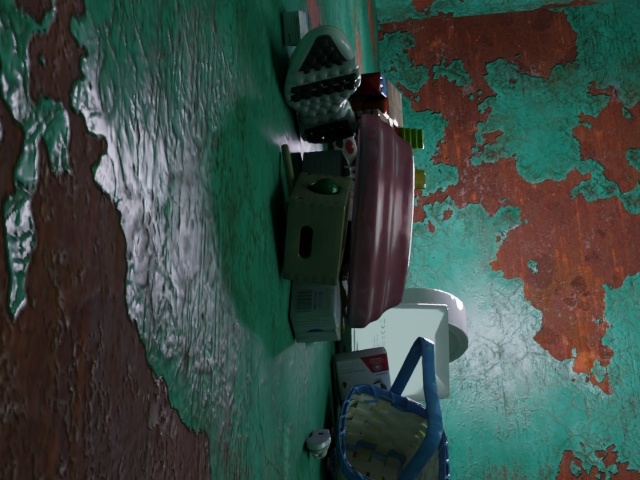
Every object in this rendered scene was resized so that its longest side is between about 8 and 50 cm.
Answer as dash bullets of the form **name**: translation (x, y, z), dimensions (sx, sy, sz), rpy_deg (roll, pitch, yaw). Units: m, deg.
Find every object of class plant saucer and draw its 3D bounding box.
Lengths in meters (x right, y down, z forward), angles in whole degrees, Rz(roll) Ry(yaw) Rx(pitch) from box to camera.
- **plant saucer**: translation (0.091, -0.028, 1.281), dimensions (0.332, 0.084, 0.332), rpy_deg (4, 90, -88)

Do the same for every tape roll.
- **tape roll**: translation (0.263, 0.247, 2.275), dimensions (0.286, 0.286, 0.100), rpy_deg (77, 13, -52)

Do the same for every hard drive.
- **hard drive**: translation (0.156, 0.230, 1.690), dimensions (0.307, 0.040, 0.203), rpy_deg (6, 81, -45)

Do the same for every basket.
- **basket**: translation (0.125, 0.335, 1.376), dimensions (0.255, 0.201, 0.289), rpy_deg (-81, -163, -62)

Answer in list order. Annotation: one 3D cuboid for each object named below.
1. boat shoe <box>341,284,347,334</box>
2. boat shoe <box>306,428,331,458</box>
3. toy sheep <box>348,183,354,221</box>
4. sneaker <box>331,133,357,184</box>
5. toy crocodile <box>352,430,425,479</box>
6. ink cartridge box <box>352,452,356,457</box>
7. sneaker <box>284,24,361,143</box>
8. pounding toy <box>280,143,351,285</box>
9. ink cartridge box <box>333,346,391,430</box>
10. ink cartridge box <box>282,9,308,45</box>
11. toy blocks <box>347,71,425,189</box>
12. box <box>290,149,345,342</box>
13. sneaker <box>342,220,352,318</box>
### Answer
- **boat shoe**: translation (0.010, 0.091, 1.290), dimensions (0.170, 0.063, 0.059), rpy_deg (91, -3, -58)
- **boat shoe**: translation (-0.001, 0.300, 1.197), dimensions (0.100, 0.035, 0.035), rpy_deg (68, 16, -87)
- **toy sheep**: translation (0.054, -0.066, 1.585), dimensions (0.132, 0.091, 0.091), rpy_deg (-53, 139, -71)
- **sneaker**: translation (0.052, -0.181, 1.689), dimensions (0.071, 0.068, 0.170), rpy_deg (-87, 172, -75)
- **toy crocodile**: translation (0.148, 0.448, 1.645), dimensions (0.115, 0.105, 0.340), rpy_deg (61, -31, 21)
- **ink cartridge box**: translation (0.143, 0.380, 1.884), dimensions (0.309, 0.130, 0.272), rpy_deg (70, 19, -66)
- **sneaker**: translation (-0.003, -0.242, 1.201), dimensions (0.292, 0.110, 0.118), rpy_deg (90, -9, -75)
- **pounding toy**: translation (-0.015, -0.037, 1.075), dimensions (0.130, 0.100, 0.141), rpy_deg (-74, 170, -66)
- **ink cartridge box**: translation (0.082, 0.275, 1.528), dimensions (0.056, 0.099, 0.135), rpy_deg (-116, -163, -81)
- **ink cartridge box**: translation (-0.037, -0.308, 1.200), dimensions (0.083, 0.028, 0.048), rpy_deg (-61, 147, -76)
- **toy blocks**: translation (0.114, -0.221, 1.869), dimensions (0.261, 0.191, 0.381), rpy_deg (16, 71, -70)
- **box**: translation (0.000, 0.000, 1.209), dimensions (0.063, 0.067, 0.324), rpy_deg (79, 10, -49)
- **sneaker**: translation (0.078, 0.035, 1.541), dimensions (0.281, 0.106, 0.162), rpy_deg (-35, 116, -68)
